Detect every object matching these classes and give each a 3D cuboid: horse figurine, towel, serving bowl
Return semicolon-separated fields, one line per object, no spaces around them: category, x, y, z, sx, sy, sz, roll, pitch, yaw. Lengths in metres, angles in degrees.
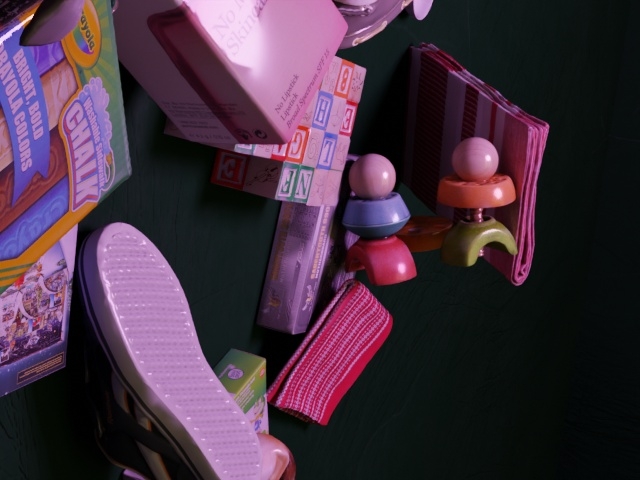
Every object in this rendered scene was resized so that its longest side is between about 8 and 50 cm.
horse figurine;-0.089;0.289;1.591;0.263;0.066;0.175;1;109;-65
towel;0.019;0.158;1.844;0.199;0.031;0.275;-55;162;-4
towel;0.206;-0.116;1.899;0.037;0.329;0.237;-10;122;-23
serving bowl;0.135;-0.352;1.899;0.083;0.027;0.083;-48;146;-48

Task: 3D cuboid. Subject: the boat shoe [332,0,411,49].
boat shoe;0.072;-0.328;1.664;0.305;0.109;0.091;-50;159;-50

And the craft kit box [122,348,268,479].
craft kit box;-0.140;0.299;1.626;0.250;0.061;0.247;-48;149;-49

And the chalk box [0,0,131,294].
chalk box;-0.250;-0.096;0.924;0.289;0.180;0.179;-49;146;-46

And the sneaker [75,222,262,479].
sneaker;-0.182;0.135;1.347;0.321;0.127;0.126;65;32;-22

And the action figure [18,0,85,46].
action figure;-0.205;-0.271;0.765;0.178;0.330;0.341;-38;151;18

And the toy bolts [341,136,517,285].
toy bolts;0.117;-0.052;1.774;0.228;0.218;0.159;-14;107;-29

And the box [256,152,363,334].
box;0.000;0.000;1.765;0.183;0.056;0.231;-5;108;-67

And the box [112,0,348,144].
box;-0.100;-0.211;1.199;0.232;0.126;0.149;50;56;-43

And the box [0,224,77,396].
box;-0.287;0.057;1.116;0.233;0.044;0.159;-24;126;-63

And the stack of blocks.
stack of blocks;-0.057;-0.135;1.494;0.297;0.087;0.171;5;100;-68
